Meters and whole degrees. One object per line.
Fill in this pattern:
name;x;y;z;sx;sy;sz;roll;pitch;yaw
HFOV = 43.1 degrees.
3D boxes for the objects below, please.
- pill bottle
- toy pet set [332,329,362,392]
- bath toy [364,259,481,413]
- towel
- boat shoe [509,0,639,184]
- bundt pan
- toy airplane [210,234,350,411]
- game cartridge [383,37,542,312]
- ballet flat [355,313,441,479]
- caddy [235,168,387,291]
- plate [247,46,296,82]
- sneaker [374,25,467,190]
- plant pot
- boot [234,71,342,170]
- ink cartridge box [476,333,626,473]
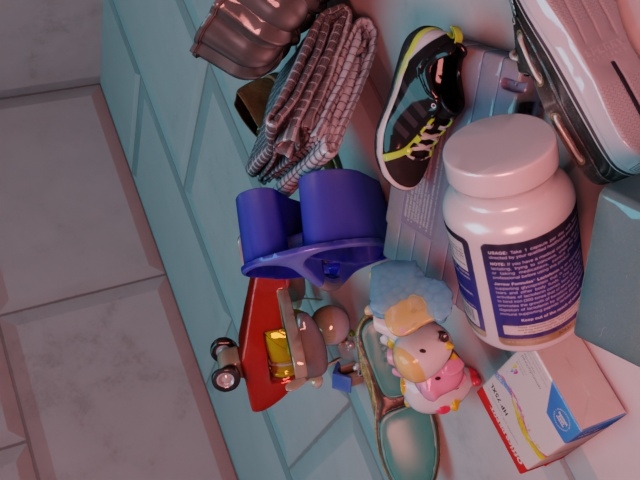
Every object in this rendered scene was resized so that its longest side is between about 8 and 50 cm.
pill bottle;0.229;-0.007;0.963;0.153;0.153;0.264;45;160;51
toy pet set;0.050;0.258;1.731;0.122;0.065;0.114;48;144;49
bath toy;0.163;0.169;1.214;0.348;0.129;0.151;65;-154;-53
towel;-0.027;-0.236;1.385;0.235;0.121;0.283;-34;32;64
boat shoe;0.261;-0.211;0.888;0.119;0.121;0.335;-37;71;61
bundt pan;-0.066;-0.399;1.357;0.124;0.330;0.331;39;157;-7
toy airplane;-0.065;0.139;1.684;0.384;0.273;0.385;124;153;-62
game cartridge;0.190;-0.100;1.141;0.230;0.068;0.354;42;131;53
ballet flat;0.143;0.294;1.501;0.123;0.123;0.348;-13;92;67
caddy;0.000;0.000;1.392;0.341;0.241;0.179;11;-113;-69
plate;-0.131;-0.432;1.773;0.277;0.045;0.277;53;149;43
sneaker;0.138;-0.169;1.076;0.097;0.084;0.234;37;128;49
plant pot;0.382;0.049;0.720;0.234;0.166;0.165;36;136;45
boot;-0.068;-0.202;1.646;0.305;0.115;0.112;54;145;17
ink cartridge box;0.300;0.230;1.116;0.134;0.078;0.231;64;155;26
